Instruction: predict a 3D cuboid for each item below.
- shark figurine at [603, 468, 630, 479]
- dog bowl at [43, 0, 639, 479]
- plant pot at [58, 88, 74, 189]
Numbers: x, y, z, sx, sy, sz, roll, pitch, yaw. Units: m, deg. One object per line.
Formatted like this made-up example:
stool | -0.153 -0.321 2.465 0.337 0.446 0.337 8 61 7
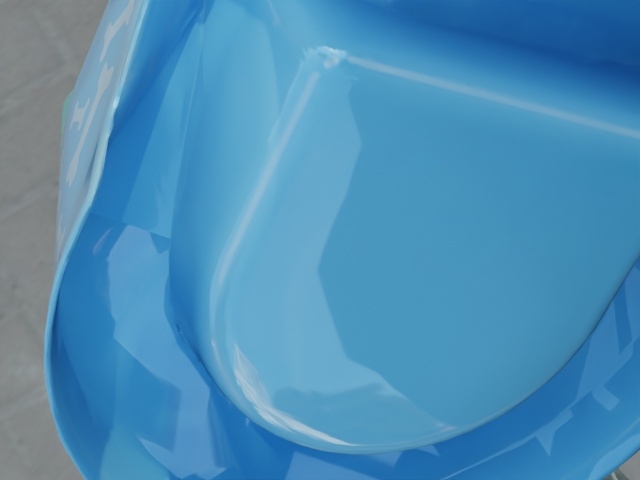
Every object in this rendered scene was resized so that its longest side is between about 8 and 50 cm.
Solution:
shark figurine | 0.086 0.132 0.633 0.278 0.166 0.116 -6 76 -19
dog bowl | 0.039 -0.058 0.353 0.166 0.074 0.297 11 120 -28
plant pot | 0.000 0.000 0.755 0.165 0.165 0.234 -36 129 27
